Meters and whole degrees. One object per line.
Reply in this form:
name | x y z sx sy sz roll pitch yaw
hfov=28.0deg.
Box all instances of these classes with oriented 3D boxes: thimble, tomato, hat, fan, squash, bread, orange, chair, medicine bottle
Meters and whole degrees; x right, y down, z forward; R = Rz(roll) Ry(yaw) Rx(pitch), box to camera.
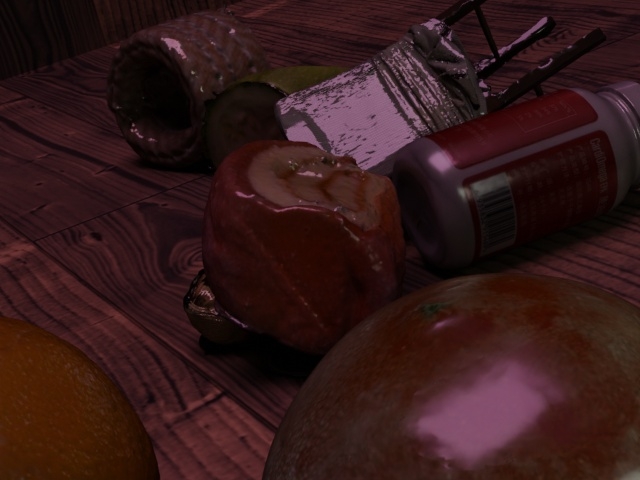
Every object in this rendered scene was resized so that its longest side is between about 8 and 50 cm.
thimble | -0.176 -0.205 1.760 0.148 0.196 0.229 -26 -7 -36
tomato | 0.093 0.132 0.668 0.270 0.223 0.270 -13 17 4
hat | -0.085 0.066 1.184 0.076 0.059 0.077 8 31 11
fan | -0.006 0.105 1.103 0.085 0.005 0.133 -13 20 0
squash | 0.004 -0.151 1.506 0.189 0.189 0.260 2 30 35
bread | -0.012 -0.004 1.153 0.190 0.123 0.244 17 19 -4
orange | -0.221 0.168 0.766 0.264 0.264 0.264 -12 21 5
chair | 0.135 -0.138 1.350 0.319 0.186 0.160 -33 63 4
medicine bottle | 0.203 -0.067 1.238 0.250 0.131 0.131 -20 21 -16
